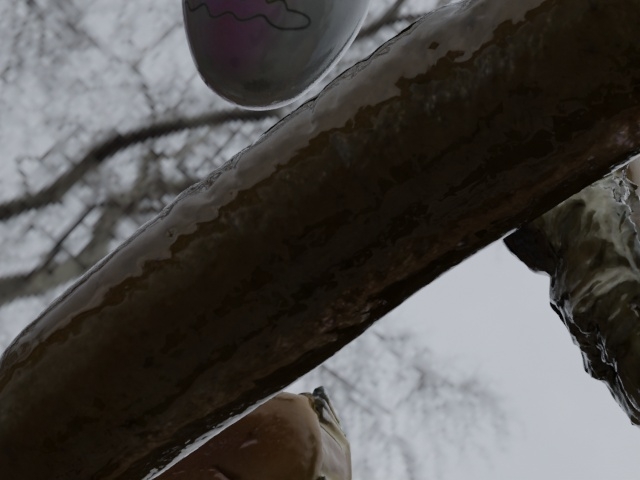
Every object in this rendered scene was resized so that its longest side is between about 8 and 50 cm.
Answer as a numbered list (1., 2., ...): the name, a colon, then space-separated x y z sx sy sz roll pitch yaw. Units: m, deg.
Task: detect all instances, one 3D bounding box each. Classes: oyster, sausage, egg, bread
1. oyster: 0.175 0.027 1.051 0.107 0.232 0.161 -12 -32 3
2. sausage: -0.001 -0.001 0.913 0.501 0.136 0.123 -35 -57 13
3. egg: -0.043 -0.260 1.660 0.196 0.271 0.196 22 -24 11
4. bread: -0.095 0.220 1.556 0.241 0.136 0.107 -15 -35 20

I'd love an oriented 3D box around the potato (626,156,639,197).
1. potato: 0.201 -0.050 1.417 0.147 0.112 0.112 -12 -58 28
